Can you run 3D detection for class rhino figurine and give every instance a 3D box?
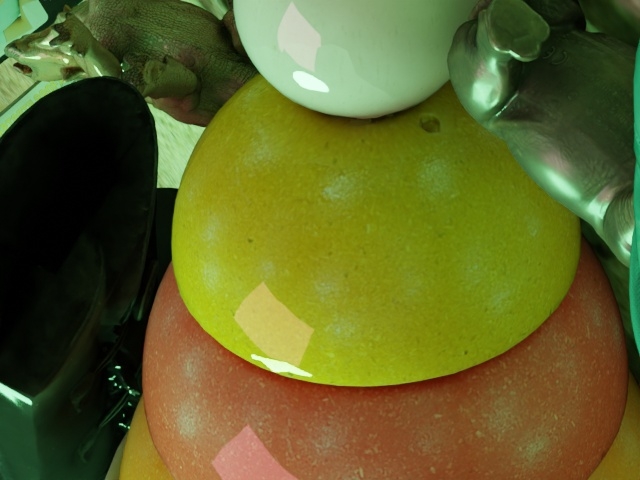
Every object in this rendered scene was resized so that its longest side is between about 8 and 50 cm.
[{"bbox_3d":[0.143,-0.025,0.798,0.243,0.073,0.106,48,165,10],"label":"rhino figurine"}]

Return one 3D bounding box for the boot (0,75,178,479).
[{"bbox_3d":[-0.148,0.025,1.310,0.146,0.367,0.445,7,151,7],"label":"boot"}]

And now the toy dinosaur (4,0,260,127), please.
[{"bbox_3d":[-0.097,-0.128,1.355,0.296,0.127,0.200,33,171,23],"label":"toy dinosaur"}]

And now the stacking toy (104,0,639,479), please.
[{"bbox_3d":[0.036,0.018,0.992,0.350,0.351,0.479,43,149,37],"label":"stacking toy"}]

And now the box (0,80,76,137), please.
[{"bbox_3d":[-0.286,-0.112,1.871,0.056,0.231,0.183,49,171,-9],"label":"box"}]

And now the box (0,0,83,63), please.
[{"bbox_3d":[-0.342,-0.203,1.628,0.169,0.290,0.087,41,165,40],"label":"box"}]

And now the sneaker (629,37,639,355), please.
[{"bbox_3d":[0.197,0.042,0.604,0.295,0.124,0.178,54,161,26],"label":"sneaker"}]
